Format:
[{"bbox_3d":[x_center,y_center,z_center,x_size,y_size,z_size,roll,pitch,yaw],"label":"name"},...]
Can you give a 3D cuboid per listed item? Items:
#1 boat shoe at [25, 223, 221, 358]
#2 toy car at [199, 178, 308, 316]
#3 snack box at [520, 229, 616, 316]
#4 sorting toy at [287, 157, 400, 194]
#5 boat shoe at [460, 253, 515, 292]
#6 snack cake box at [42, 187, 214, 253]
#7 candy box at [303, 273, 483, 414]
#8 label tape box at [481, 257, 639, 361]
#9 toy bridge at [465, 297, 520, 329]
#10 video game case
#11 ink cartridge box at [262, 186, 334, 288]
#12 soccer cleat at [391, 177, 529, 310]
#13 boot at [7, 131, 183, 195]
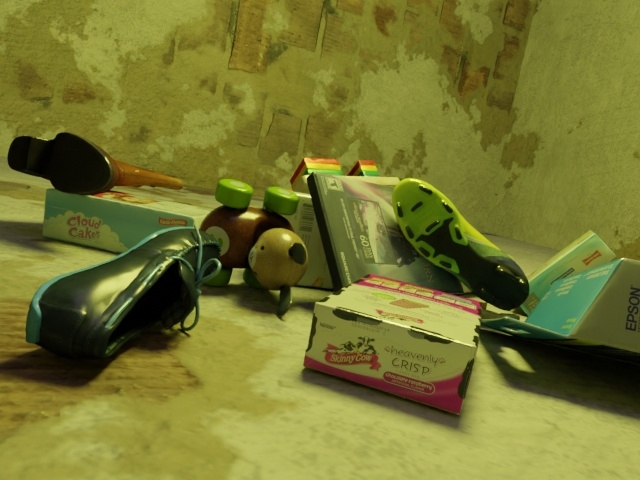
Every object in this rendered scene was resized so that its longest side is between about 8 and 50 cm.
[{"bbox_3d":[-0.166,0.060,0.529,0.089,0.109,0.258,20,26,14],"label":"boat shoe"},{"bbox_3d":[-0.078,0.021,0.729,0.149,0.155,0.188,6,21,-31],"label":"toy car"},{"bbox_3d":[0.508,0.060,1.091,0.060,0.187,0.322,53,22,15],"label":"snack box"},{"bbox_3d":[0.018,-0.100,1.276,0.257,0.089,0.255,-3,-28,-28],"label":"sorting toy"},{"bbox_3d":[0.271,0.045,1.124,0.341,0.127,0.158,20,-5,-42],"label":"boat shoe"},{"bbox_3d":[-0.327,-0.030,0.933,0.264,0.089,0.152,11,9,6],"label":"snack cake box"},{"bbox_3d":[0.096,0.102,0.595,0.159,0.071,0.233,13,7,18],"label":"candy box"},{"bbox_3d":[0.401,0.099,0.685,0.348,0.115,0.249,13,-8,9],"label":"label tape box"},{"bbox_3d":[0.262,0.114,0.916,0.063,0.026,0.188,7,8,-20],"label":"toy bridge"},{"bbox_3d":[0.110,-0.003,0.834,0.274,0.196,0.026,4,-28,-39],"label":"video game case"},{"bbox_3d":[0.000,0.000,0.912,0.212,0.154,0.093,8,6,-14],"label":"ink cartridge box"},{"bbox_3d":[0.224,0.006,0.867,0.289,0.093,0.121,41,13,-8],"label":"soccer cleat"},{"bbox_3d":[-0.366,-0.112,0.951,0.264,0.096,0.280,5,-3,32],"label":"boot"}]
